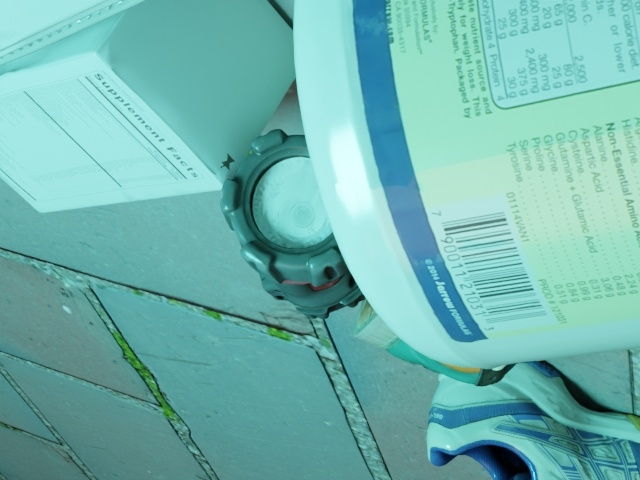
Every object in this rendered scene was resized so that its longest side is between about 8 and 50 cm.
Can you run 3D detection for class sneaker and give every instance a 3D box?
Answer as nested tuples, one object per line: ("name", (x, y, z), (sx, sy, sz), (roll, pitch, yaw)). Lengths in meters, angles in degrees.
("sneaker", (0.121, 0.048, 0.982), (0.121, 0.108, 0.302), (25, 167, -7))
("sneaker", (0.226, 0.211, 1.141), (0.296, 0.131, 0.112), (28, 151, -2))

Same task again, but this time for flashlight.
("flashlight", (0.000, 0.000, 0.946), (0.103, 0.103, 0.304), (30, 175, 11))

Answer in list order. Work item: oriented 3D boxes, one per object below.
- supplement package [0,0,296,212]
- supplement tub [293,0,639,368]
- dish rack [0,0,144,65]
("supplement package", (-0.153, -0.118, 0.922), (0.244, 0.134, 0.139), (-4, 139, 46))
("supplement tub", (0.178, -0.080, 0.515), (0.324, 0.235, 0.235), (-11, 137, 25))
("dish rack", (-0.225, -0.217, 0.676), (0.285, 0.072, 0.333), (-14, 138, 37))
